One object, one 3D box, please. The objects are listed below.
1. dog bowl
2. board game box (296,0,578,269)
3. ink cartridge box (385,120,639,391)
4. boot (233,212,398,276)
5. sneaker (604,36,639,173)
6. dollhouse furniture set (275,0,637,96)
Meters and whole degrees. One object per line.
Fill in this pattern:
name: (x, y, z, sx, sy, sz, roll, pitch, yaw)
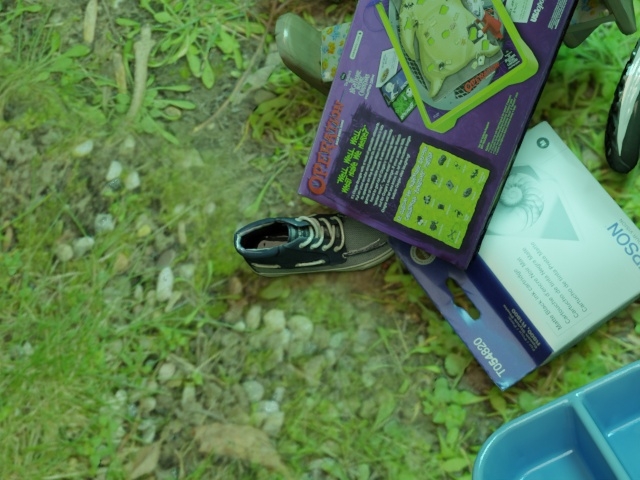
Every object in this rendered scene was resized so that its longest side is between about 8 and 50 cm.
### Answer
dog bowl: (0.282, 0.218, 1.027, 0.297, 0.074, 0.166, -26, 44, 2)
board game box: (0.120, -0.166, 1.061, 0.208, 0.056, 0.346, 24, 112, 12)
ink cartridge box: (0.222, 0.012, 1.132, 0.224, 0.045, 0.223, -34, 71, -7)
boot: (0.000, 0.000, 1.178, 0.190, 0.086, 0.069, -14, 73, 9)
sneaker: (0.393, -0.192, 1.141, 0.108, 0.100, 0.271, 27, 83, 12)
dollhouse furniture set: (0.114, -0.397, 1.124, 0.362, 0.256, 0.394, -9, 73, 27)
